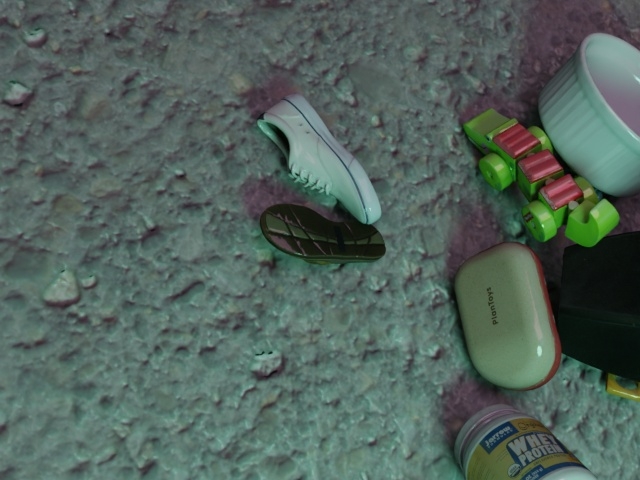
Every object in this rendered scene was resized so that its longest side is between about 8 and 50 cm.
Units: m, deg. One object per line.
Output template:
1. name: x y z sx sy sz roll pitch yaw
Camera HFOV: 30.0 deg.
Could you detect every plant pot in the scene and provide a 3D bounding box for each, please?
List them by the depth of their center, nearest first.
1. plant pot: 0.462 0.102 1.891 0.167 0.187 0.188 3 54 13

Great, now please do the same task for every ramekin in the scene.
1. ramekin: 0.501 -0.205 2.032 0.277 0.135 0.277 25 42 -25

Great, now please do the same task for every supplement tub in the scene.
1. supplement tub: 0.293 0.339 1.714 0.144 0.144 0.199 -10 29 -23

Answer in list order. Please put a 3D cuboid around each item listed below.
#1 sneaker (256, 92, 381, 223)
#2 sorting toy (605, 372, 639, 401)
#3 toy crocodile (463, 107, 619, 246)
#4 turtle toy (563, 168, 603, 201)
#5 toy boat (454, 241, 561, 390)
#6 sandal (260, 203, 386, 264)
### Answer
1. sneaker: -0.006 -0.116 1.891 0.091 0.094 0.258 -32 69 -17
2. sorting toy: 0.631 0.249 1.912 0.348 0.047 0.196 8 38 -4
3. toy crocodile: 0.353 -0.109 1.948 0.115 0.105 0.340 -28 53 -11
4. turtle toy: 0.425 -0.082 2.033 0.130 0.066 0.095 -16 73 -17
5. toy boat: 0.313 0.123 1.882 0.151 0.151 0.231 14 59 -46
6. sandal: 0.000 0.000 1.859 0.219 0.060 0.090 6 60 -33
